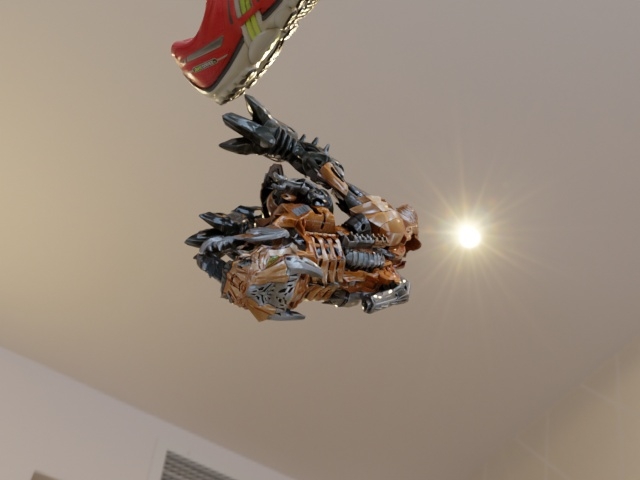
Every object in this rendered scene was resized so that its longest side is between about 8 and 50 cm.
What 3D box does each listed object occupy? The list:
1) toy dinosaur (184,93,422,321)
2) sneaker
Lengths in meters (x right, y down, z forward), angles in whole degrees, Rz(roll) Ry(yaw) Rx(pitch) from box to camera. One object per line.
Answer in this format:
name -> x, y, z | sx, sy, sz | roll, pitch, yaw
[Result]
toy dinosaur -> 0.000, 0.000, 0.606 | 0.218, 0.322, 0.164 | 32, -87, 26
sneaker -> -0.070, -0.269, 0.693 | 0.118, 0.107, 0.279 | 40, -61, -7
